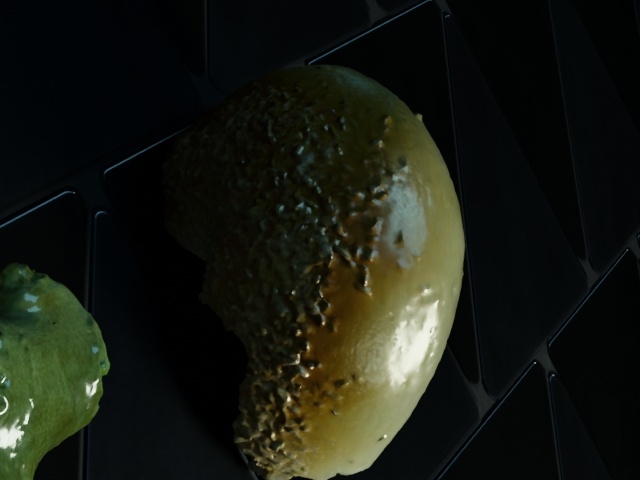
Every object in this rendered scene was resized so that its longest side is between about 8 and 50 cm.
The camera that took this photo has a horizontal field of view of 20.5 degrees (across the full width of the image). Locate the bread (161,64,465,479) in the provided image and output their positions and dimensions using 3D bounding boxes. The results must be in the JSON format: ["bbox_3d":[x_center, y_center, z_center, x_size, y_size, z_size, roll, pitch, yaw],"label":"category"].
[{"bbox_3d":[0.003,0.002,1.257,0.171,0.192,0.314,15,58,-38],"label":"bread"}]

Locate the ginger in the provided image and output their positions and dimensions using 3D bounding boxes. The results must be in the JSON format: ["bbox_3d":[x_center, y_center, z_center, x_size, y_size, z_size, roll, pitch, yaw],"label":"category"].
[{"bbox_3d":[-0.206,0.112,0.947,0.290,0.089,0.137,-55,159,-47],"label":"ginger"}]
